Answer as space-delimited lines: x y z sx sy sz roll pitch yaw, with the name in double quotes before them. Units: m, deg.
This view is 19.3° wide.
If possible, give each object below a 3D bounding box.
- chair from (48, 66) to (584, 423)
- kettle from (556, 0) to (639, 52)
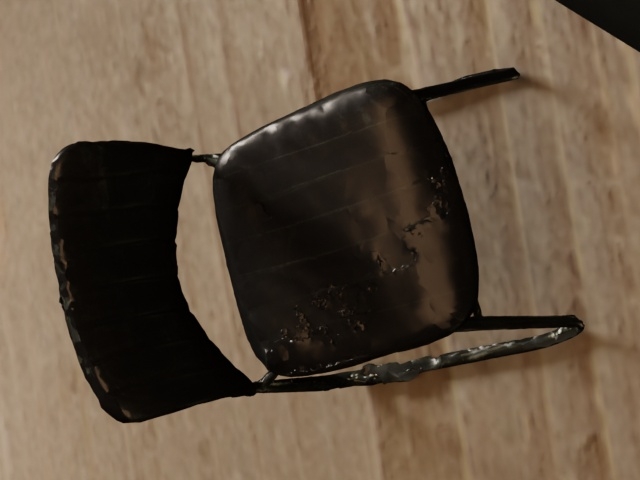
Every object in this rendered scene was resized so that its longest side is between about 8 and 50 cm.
"chair" 0.000 0.000 0.852 0.145 0.221 0.140 -18 82 31
"kettle" 0.159 -0.180 0.737 0.308 0.262 0.203 34 76 28
